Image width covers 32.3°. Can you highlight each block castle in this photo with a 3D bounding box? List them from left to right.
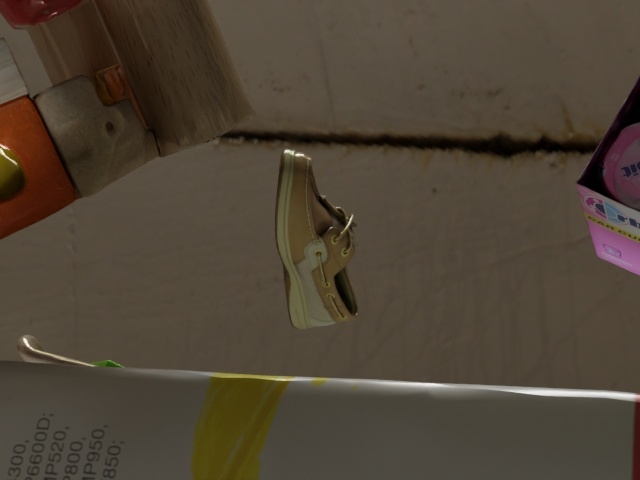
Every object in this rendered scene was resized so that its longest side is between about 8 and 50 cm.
[{"bbox_3d":[-0.289,-0.072,0.568,0.453,0.303,0.213,-26,-78,-19],"label":"block castle"}]

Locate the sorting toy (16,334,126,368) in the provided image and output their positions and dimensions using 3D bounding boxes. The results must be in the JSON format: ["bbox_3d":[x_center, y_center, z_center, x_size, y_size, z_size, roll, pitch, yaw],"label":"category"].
[{"bbox_3d":[-0.094,0.142,0.775,0.208,0.193,0.038,15,-122,26],"label":"sorting toy"}]

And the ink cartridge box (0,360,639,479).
[{"bbox_3d":[0.038,0.163,0.483,0.385,0.279,0.160,0,-110,19],"label":"ink cartridge box"}]

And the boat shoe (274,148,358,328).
[{"bbox_3d":[0.000,0.000,0.645,0.045,0.135,0.050,0,-131,7],"label":"boat shoe"}]

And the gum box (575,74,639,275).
[{"bbox_3d":[0.229,-0.077,0.657,0.062,0.107,0.188,26,-102,29],"label":"gum box"}]
